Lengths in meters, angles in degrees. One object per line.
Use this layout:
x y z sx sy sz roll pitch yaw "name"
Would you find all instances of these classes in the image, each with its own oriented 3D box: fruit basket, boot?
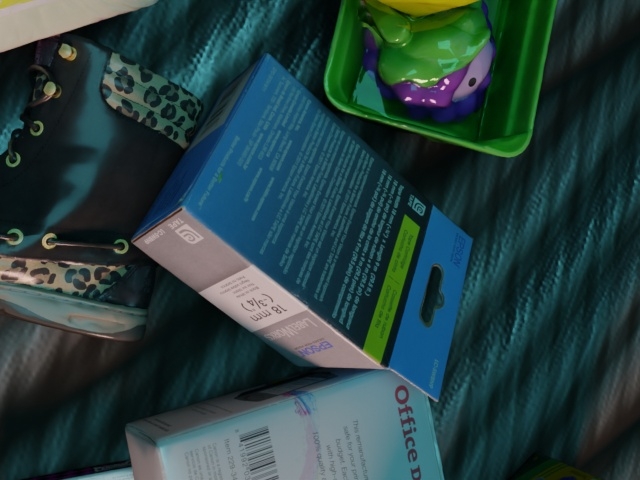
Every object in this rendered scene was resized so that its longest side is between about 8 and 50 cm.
0.138 -0.294 0.809 0.283 0.392 0.391 14 84 -15 "fruit basket"
-0.316 -0.076 0.781 0.378 0.138 0.284 21 83 -18 "boot"

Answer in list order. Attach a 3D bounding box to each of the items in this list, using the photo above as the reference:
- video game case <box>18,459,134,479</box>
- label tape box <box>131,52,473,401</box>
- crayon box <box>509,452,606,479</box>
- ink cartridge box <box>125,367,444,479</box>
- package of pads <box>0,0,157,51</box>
-0.213 0.348 0.841 0.232 0.042 0.210 -7 89 -17 "video game case"
0.000 0.000 0.828 0.334 0.106 0.240 40 47 -21 "label tape box"
0.218 0.402 0.879 0.323 0.203 0.083 -42 99 -14 "crayon box"
-0.029 0.267 0.824 0.306 0.131 0.226 -11 91 -31 "ink cartridge box"
-0.332 -0.290 0.760 0.297 0.101 0.229 -22 57 -16 "package of pads"
